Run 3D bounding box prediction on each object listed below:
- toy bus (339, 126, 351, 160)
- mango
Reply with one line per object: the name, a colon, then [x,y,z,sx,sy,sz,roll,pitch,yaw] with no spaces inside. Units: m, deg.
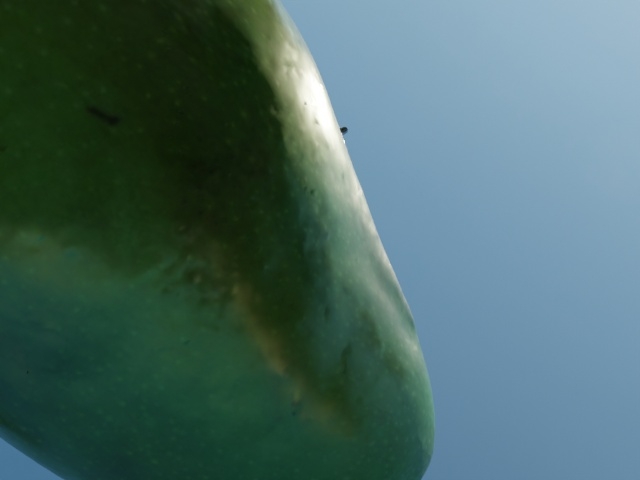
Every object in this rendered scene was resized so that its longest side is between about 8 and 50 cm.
toy bus: [0.000,0.000,0.710,0.091,0.103,0.182,-18,-94,0]
mango: [-0.089,-0.017,0.406,0.225,0.382,0.201,-42,-169,-3]
